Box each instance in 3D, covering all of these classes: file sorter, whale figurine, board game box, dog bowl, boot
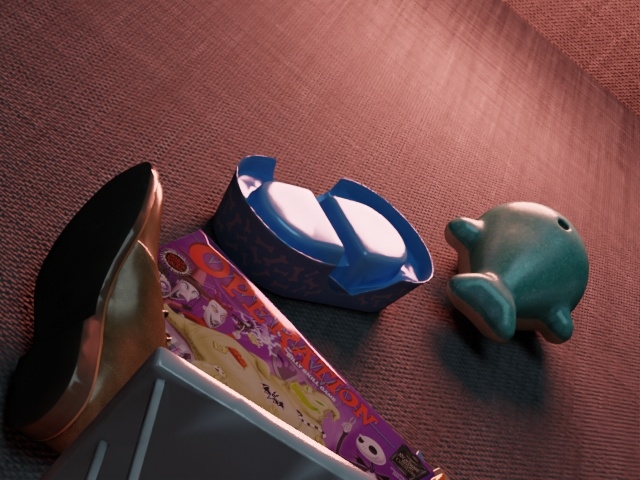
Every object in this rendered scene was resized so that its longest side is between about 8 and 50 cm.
[{"bbox_3d":[-0.109,0.247,0.886,0.192,0.278,0.173,34,31,-16],"label":"file sorter"},{"bbox_3d":[0.255,0.038,1.872,0.216,0.141,0.272,46,26,8],"label":"whale figurine"},{"bbox_3d":[-0.056,0.144,1.382,0.347,0.056,0.208,45,21,8],"label":"board game box"},{"bbox_3d":[0.000,0.000,1.652,0.297,0.074,0.166,13,38,-46],"label":"dog bowl"},{"bbox_3d":[-0.176,0.064,1.254,0.115,0.112,0.305,41,40,-31],"label":"boot"}]

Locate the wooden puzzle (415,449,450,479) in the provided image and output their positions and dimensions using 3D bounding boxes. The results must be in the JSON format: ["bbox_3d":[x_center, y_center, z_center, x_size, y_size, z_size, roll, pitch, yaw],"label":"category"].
[{"bbox_3d":[0.129,0.265,1.486,0.116,0.014,0.078,47,26,11],"label":"wooden puzzle"}]
